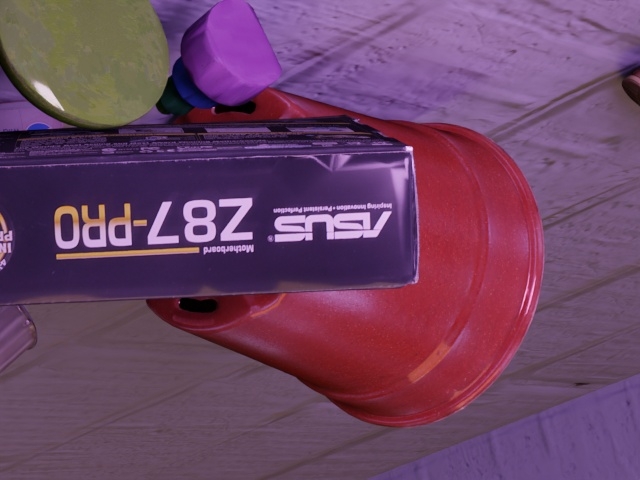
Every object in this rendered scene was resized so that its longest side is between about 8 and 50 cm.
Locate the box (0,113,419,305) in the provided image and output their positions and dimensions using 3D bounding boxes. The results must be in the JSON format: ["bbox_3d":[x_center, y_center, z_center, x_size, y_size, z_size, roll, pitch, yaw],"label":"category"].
[{"bbox_3d":[-0.154,-0.025,1.266,0.395,0.097,0.318,-3,-171,-7],"label":"box"}]

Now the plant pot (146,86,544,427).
[{"bbox_3d":[0.000,0.000,1.605,0.272,0.272,0.265,-25,153,31],"label":"plant pot"}]

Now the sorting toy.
[{"bbox_3d":[-0.201,-0.108,1.254,0.365,0.127,0.126,-1,158,-40],"label":"sorting toy"}]

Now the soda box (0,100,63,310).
[{"bbox_3d":[-0.272,-0.018,1.557,0.083,0.092,0.263,-5,161,-25],"label":"soda box"}]

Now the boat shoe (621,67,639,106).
[{"bbox_3d":[0.321,-0.134,1.773,0.060,0.064,0.178,-50,158,8],"label":"boat shoe"}]

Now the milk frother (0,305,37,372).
[{"bbox_3d":[-0.358,0.078,1.815,0.135,0.129,0.143,-45,150,-35],"label":"milk frother"}]
